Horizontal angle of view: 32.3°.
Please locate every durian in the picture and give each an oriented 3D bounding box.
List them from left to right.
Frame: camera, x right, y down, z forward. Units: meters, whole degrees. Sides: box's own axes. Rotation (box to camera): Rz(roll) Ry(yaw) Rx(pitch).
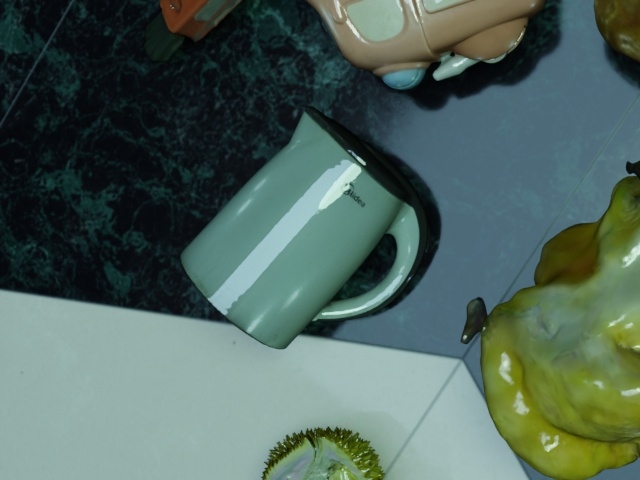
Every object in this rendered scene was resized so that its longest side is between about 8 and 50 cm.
[{"bbox_3d":[0.000,0.280,1.251,0.208,0.102,0.146,-34,96,38],"label":"durian"}]

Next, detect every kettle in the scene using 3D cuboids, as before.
[{"bbox_3d":[0.000,0.000,1.236,0.221,0.161,0.236,40,98,-13],"label":"kettle"}]

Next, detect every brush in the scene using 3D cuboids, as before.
[{"bbox_3d":[-0.103,-0.322,1.284,0.323,0.051,0.070,-38,51,28],"label":"brush"}]

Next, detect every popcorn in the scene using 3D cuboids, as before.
[{"bbox_3d":[0.324,0.083,1.087,0.316,0.281,0.297,-27,39,42],"label":"popcorn"}]

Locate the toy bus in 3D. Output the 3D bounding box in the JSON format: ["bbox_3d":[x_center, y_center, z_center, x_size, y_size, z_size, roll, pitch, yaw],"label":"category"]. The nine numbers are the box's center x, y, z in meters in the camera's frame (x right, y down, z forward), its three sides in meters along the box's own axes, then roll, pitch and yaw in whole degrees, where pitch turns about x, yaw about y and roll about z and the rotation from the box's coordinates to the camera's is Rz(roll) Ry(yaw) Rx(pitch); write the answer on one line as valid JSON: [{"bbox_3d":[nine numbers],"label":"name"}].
[{"bbox_3d":[0.113,-0.289,1.195,0.287,0.194,0.232,-17,95,15],"label":"toy bus"}]

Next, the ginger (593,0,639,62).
[{"bbox_3d":[0.487,-0.224,1.071,0.418,0.176,0.254,-11,78,11],"label":"ginger"}]
